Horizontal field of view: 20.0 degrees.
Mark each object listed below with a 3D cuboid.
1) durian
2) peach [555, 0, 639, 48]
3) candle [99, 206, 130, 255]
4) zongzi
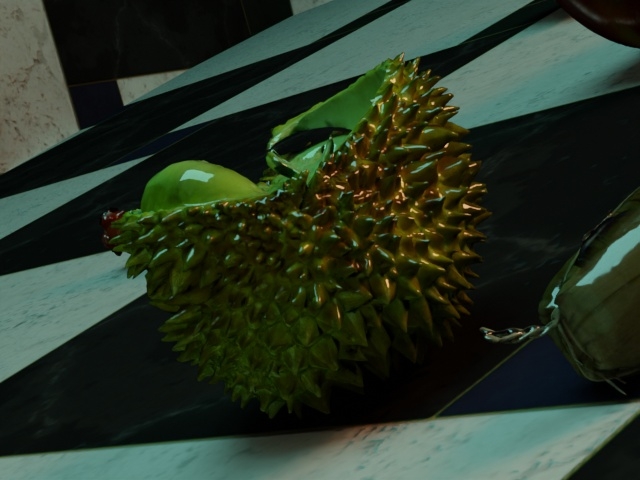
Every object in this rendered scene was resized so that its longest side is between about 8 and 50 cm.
[{"bbox_3d":[-0.001,0.002,1.063,0.200,0.177,0.237,-6,24,30],"label":"durian"},{"bbox_3d":[0.367,-0.286,1.626,0.361,0.201,0.258,-24,-15,-30],"label":"peach"},{"bbox_3d":[-0.108,-0.014,1.701,0.329,0.051,0.048,-5,53,53],"label":"candle"},{"bbox_3d":[0.170,0.024,0.940,0.189,0.081,0.178,-39,-9,-7],"label":"zongzi"}]
